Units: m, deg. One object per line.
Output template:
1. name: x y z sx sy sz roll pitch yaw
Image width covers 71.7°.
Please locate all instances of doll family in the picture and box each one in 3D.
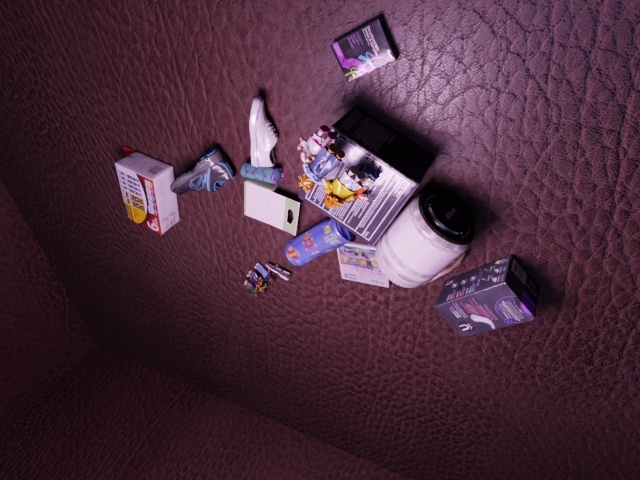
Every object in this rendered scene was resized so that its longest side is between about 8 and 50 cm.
1. doll family: -0.274 0.187 2.011 0.111 0.076 0.193 47 144 17
2. doll family: 0.021 -0.181 1.235 0.263 0.118 0.163 43 135 -5

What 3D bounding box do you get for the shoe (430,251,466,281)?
1. shoe: 0.414 0.077 1.515 0.219 0.058 0.076 -44 66 42

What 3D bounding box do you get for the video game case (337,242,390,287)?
1. video game case: 0.164 0.089 1.697 0.201 0.023 0.183 9 130 27

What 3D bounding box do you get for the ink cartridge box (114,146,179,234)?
1. ink cartridge box: -0.783 -0.219 1.955 0.272 0.130 0.309 23 135 15

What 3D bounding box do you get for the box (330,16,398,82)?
1. box: 0.119 -0.520 1.217 0.162 0.029 0.116 -14 117 37

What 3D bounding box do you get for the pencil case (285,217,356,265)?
1. pencil case: 0.000 0.000 1.656 0.306 0.133 0.119 -28 73 42

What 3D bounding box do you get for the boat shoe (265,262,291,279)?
1. boat shoe: -0.183 0.127 1.932 0.125 0.046 0.038 32 92 19

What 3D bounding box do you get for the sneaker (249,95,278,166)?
1. sneaker: -0.189 -0.366 1.508 0.091 0.094 0.258 5 133 1

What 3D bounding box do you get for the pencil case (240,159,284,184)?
1. pencil case: -0.215 -0.249 1.621 0.152 0.070 0.064 16 107 24

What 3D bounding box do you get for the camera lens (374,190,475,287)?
1. camera lens: 0.322 -0.003 1.381 0.219 0.219 0.274 37 136 0

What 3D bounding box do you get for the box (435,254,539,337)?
1. box: 0.545 0.190 1.455 0.165 0.143 0.270 47 135 -11

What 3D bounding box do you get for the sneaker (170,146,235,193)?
1. sneaker: -0.475 -0.235 1.755 0.341 0.125 0.139 -20 118 43

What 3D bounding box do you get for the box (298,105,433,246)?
1. box: 0.134 -0.192 1.368 0.294 0.183 0.296 35 136 4

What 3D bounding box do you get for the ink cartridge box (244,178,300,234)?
1. ink cartridge box: -0.183 -0.135 1.705 0.235 0.056 0.171 21 134 11
